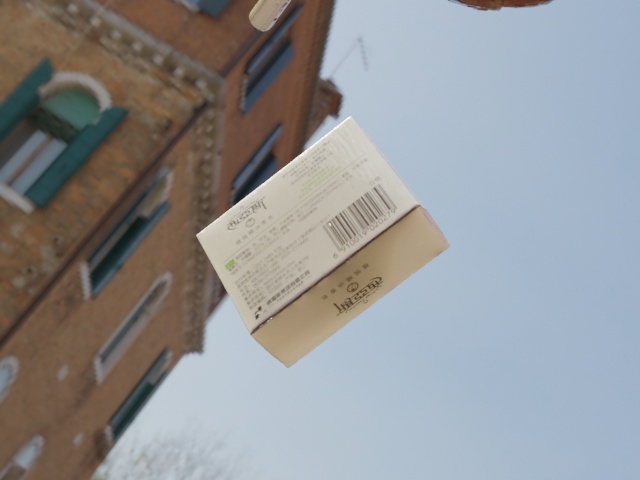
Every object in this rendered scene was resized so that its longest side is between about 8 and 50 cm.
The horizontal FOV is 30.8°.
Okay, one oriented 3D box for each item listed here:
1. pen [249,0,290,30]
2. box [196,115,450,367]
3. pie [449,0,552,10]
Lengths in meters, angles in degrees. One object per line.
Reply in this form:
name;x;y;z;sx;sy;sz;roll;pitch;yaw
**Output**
pen;-0.016;-0.299;1.224;0.033;0.033;0.269;39;-33;-6
box;0.000;0.000;1.455;0.111;0.260;0.194;45;10;-47
pie;0.158;-0.305;1.016;0.204;0.219;0.054;19;-7;-4
